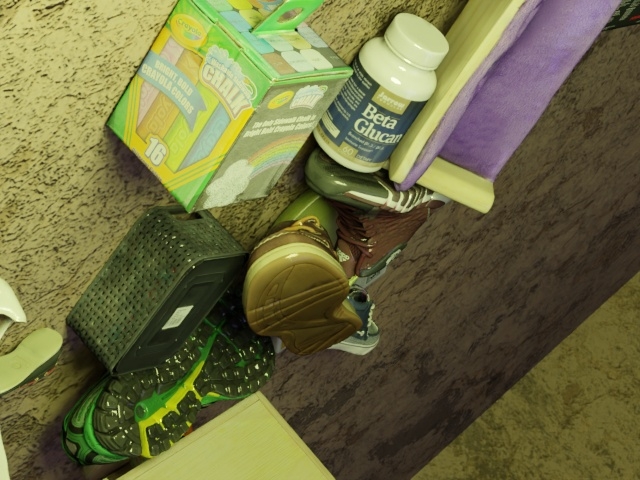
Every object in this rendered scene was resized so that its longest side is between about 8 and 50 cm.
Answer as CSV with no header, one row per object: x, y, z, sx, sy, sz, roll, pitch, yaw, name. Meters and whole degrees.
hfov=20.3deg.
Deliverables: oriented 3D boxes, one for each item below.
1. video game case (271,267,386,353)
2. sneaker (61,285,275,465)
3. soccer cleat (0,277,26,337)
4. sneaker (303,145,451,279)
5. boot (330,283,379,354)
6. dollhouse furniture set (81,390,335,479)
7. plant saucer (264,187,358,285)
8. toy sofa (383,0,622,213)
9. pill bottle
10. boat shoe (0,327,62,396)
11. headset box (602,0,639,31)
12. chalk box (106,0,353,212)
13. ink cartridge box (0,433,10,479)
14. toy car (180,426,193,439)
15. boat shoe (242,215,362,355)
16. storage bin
0.018,0.042,2.423,0.206,0.026,0.227,-36,161,-21,video game case
-0.185,0.159,2.157,0.146,0.134,0.343,-20,-173,42,sneaker
-0.366,0.114,1.712,0.196,0.076,0.068,-45,161,6,soccer cleat
0.046,-0.019,2.123,0.281,0.106,0.162,5,123,-56,sneaker
0.051,0.107,2.479,0.086,0.069,0.190,-46,160,17,boot
-0.175,0.401,2.238,0.256,0.362,0.394,-29,160,-37,dollhouse furniture set
0.000,0.000,2.236,0.241,0.037,0.241,-36,151,-24,plant saucer
0.215,-0.198,2.004,0.362,0.150,0.177,-56,-159,31,toy sofa
0.070,-0.165,1.978,0.094,0.094,0.169,-18,148,-52,pill bottle
-0.327,0.141,1.891,0.133,0.049,0.042,-34,151,-40,boat shoe
0.384,-0.391,2.111,0.218,0.110,0.293,-19,149,-52,headset box
-0.074,-0.152,1.661,0.132,0.132,0.213,-13,144,-55,chalk box
-0.379,0.293,1.846,0.114,0.197,0.273,-8,149,-16,ink cartridge box
-0.177,0.236,2.397,0.122,0.060,0.040,-55,-169,49,toy car
-0.032,0.036,2.049,0.123,0.123,0.342,-24,162,5,boat shoe
-0.178,0.054,1.958,0.180,0.084,0.122,-53,160,22,storage bin
